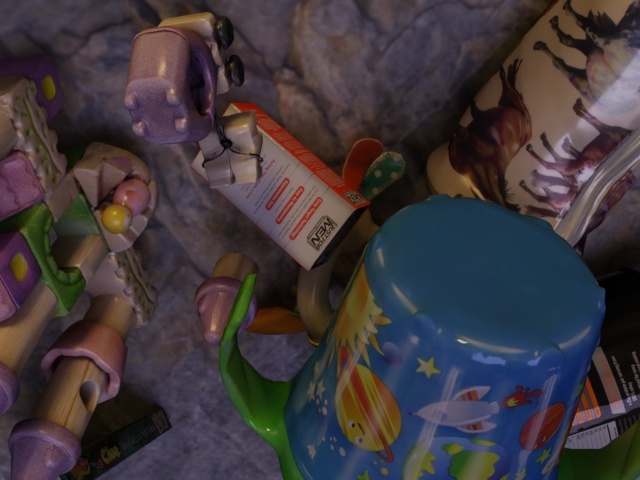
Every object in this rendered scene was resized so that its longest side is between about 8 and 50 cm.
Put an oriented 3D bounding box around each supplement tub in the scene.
[{"bbox_3d":[0.241,0.152,0.876,0.316,0.193,0.193,-18,124,0],"label":"supplement tub"}]

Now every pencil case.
[{"bbox_3d":[0.260,-0.154,0.694,0.160,0.183,0.410,26,114,-26],"label":"pencil case"}]

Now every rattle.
[{"bbox_3d":[0.000,0.000,0.828,0.130,0.143,0.200,-9,102,-31],"label":"rattle"}]

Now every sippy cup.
[{"bbox_3d":[0.096,0.097,0.646,0.305,0.240,0.224,-11,134,-26],"label":"sippy cup"}]

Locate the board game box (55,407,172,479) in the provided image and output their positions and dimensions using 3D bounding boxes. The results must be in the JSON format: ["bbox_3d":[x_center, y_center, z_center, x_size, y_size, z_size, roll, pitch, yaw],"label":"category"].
[{"bbox_3d":[-0.238,0.217,0.798,0.136,0.259,0.030,-25,86,5],"label":"board game box"}]

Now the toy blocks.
[{"bbox_3d":[-0.203,0.030,0.616,0.309,0.260,0.288,-6,124,15],"label":"toy blocks"}]

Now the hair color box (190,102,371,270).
[{"bbox_3d":[-0.035,-0.048,0.733,0.141,0.043,0.072,42,111,12],"label":"hair color box"}]
